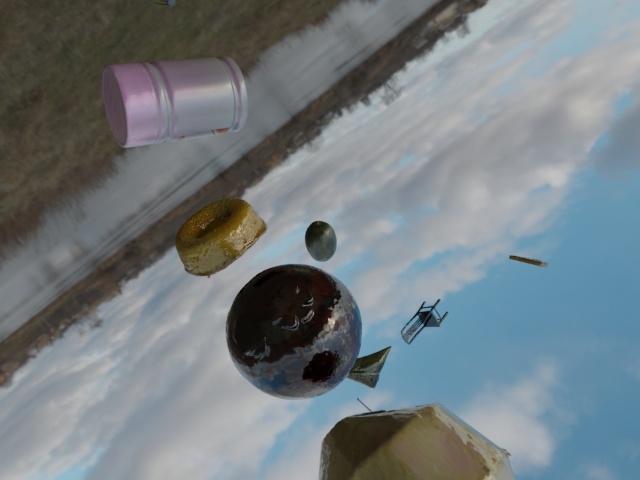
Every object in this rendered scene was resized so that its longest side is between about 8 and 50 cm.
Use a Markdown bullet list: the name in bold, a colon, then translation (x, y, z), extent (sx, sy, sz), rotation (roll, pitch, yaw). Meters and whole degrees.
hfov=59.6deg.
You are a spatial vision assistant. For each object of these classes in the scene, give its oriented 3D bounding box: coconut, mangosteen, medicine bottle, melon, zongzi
- **coconut**: translation (0.148, 0.427, 0.941), extent (0.353, 0.352, 0.352), rotation (-36, -168, 9)
- **mangosteen**: translation (-0.056, 0.199, 1.182), extent (0.311, 0.311, 0.311), rotation (-36, -168, 9)
- **medicine bottle**: translation (-0.365, -0.354, 1.413), extent (0.316, 0.202, 0.202), rotation (-15, 179, -31)
- **melon**: translation (0.000, 0.000, 1.988), extent (0.114, 0.167, 0.114), rotation (-6, -144, 4)
- **zongzi**: translation (0.104, 0.283, 1.323), extent (0.113, 0.104, 0.052), rotation (-64, -158, 1)

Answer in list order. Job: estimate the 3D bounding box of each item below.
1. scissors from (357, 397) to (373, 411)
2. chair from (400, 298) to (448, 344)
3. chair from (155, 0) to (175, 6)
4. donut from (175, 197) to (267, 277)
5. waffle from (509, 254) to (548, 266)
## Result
- **scissors**: translation (0.191, 0.578, 1.816), extent (0.015, 0.189, 0.100), rotation (-50, 163, 2)
- **chair**: translation (0.433, 0.343, 2.329), extent (0.101, 0.084, 0.212), rotation (-18, -159, 51)
- **chair**: translation (-0.370, -0.606, 1.393), extent (0.086, 0.042, 0.037), rotation (9, -142, 16)
- **donut**: translation (-0.299, -0.020, 1.632), extent (0.278, 0.108, 0.277), rotation (-18, -147, 12)
- **waffle**: translation (0.814, 0.079, 2.177), extent (0.135, 0.021, 0.092), rotation (16, -173, 38)
